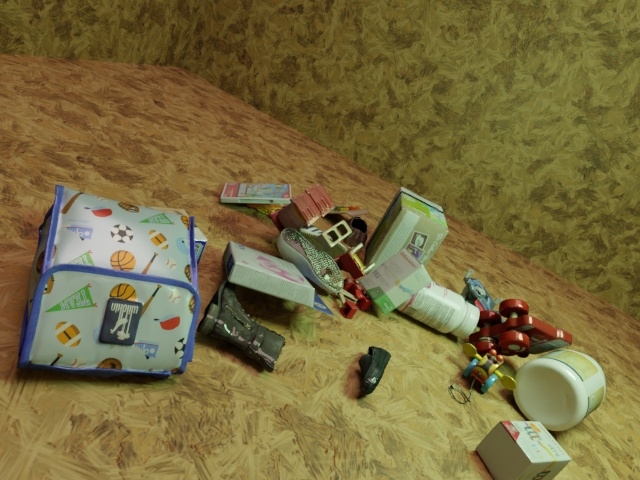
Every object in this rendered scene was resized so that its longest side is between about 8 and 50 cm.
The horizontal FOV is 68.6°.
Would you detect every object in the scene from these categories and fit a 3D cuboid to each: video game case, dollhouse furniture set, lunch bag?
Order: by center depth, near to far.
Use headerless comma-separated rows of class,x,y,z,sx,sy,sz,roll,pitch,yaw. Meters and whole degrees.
lunch bag,-0.448,0.103,1.028,0.328,0.239,0.385,14,49,-32
dollhouse furniture set,0.000,0.000,1.717,0.152,0.201,0.374,-35,92,-34
video game case,-0.268,-0.201,1.982,0.286,0.025,0.204,1,24,-5

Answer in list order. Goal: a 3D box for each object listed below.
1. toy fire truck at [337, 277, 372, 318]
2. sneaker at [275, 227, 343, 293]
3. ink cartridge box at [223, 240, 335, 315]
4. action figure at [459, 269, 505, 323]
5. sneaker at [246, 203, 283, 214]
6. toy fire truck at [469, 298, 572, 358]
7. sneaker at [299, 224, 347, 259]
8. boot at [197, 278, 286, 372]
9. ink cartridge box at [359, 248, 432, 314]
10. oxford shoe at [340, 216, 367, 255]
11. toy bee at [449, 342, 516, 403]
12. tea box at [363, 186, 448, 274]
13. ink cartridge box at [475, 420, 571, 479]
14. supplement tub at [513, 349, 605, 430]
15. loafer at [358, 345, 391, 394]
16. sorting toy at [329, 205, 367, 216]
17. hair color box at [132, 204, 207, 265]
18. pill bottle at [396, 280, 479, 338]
toy fire truck,0.107,0.200,1.668,0.135,0.047,0.192,11,28,-34
sneaker,-0.042,0.085,1.672,0.290,0.123,0.106,46,52,4
ink cartridge box,-0.131,0.108,1.450,0.330,0.071,0.324,20,5,-17
action figure,0.688,0.305,2.024,0.341,0.179,0.330,58,34,1
sneaker,-0.229,-0.142,2.001,0.175,0.064,0.067,11,41,-26
toy fire truck,0.714,0.361,1.718,0.254,0.302,0.169,28,53,-15
sneaker,-0.021,-0.016,1.917,0.283,0.099,0.153,21,26,-8
boot,-0.197,0.227,1.256,0.229,0.091,0.263,30,23,-11
ink cartridge box,0.272,0.146,1.705,0.093,0.212,0.154,51,2,-30
oxford shoe,0.176,-0.051,2.160,0.130,0.132,0.363,26,23,-3
toy bee,0.558,0.427,1.546,0.195,0.162,0.298,33,23,7
tea box,0.361,-0.009,2.023,0.220,0.328,0.323,27,22,-4
ink cartridge box,0.542,0.575,1.259,0.176,0.127,0.128,14,26,-31
supplement tub,0.825,0.498,1.602,0.316,0.228,0.228,3,34,-46
loafer,0.142,0.364,1.337,0.078,0.076,0.223,27,18,12
sorting toy,0.103,-0.150,2.310,0.209,0.038,0.193,8,11,31
hair color box,-0.526,-0.017,1.356,0.339,0.110,0.185,4,31,-46
pill bottle,0.443,0.252,1.784,0.283,0.160,0.160,27,23,-2
